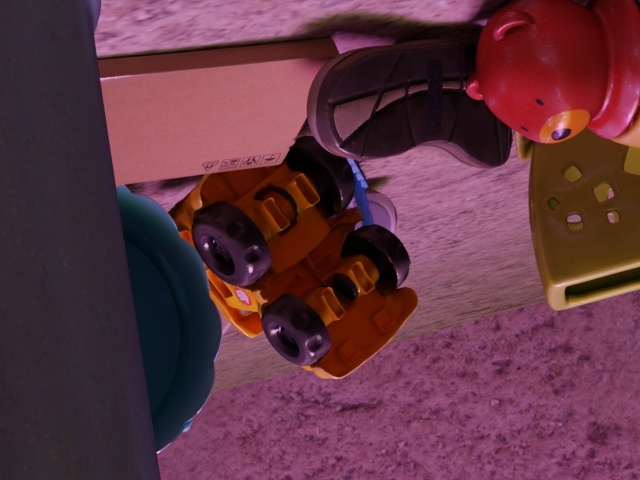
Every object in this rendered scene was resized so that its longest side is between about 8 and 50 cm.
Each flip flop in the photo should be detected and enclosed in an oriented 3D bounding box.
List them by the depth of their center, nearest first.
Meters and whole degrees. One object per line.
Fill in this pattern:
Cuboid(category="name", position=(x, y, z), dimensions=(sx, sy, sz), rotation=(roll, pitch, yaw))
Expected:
Cuboid(category="flip flop", position=(0.077, -0.113, 1.106), dimensions=(0.080, 0.112, 0.277), rotation=(11, -167, 42))

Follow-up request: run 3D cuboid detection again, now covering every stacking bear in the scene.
Cuboid(category="stacking bear", position=(0.265, -0.138, 1.073), dimensions=(0.289, 0.164, 0.175), rotation=(-1, 159, -14))

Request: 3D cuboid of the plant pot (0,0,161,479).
Cuboid(category="plant pot", position=(-0.229, -0.003, 0.609), dimensions=(0.341, 0.334, 0.341), rotation=(-15, 168, -3))

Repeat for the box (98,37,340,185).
Cuboid(category="box", position=(-0.100, -0.097, 1.050), dimensions=(0.201, 0.021, 0.164), rotation=(-9, 155, -25))

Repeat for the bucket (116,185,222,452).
Cuboid(category="bucket", position=(-0.235, 0.084, 1.219), dimensions=(0.281, 0.281, 0.183), rotation=(-13, 174, -14))

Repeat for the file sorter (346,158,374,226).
Cuboid(category="file sorter", position=(-0.005, -0.019, 1.418), dimensions=(0.118, 0.104, 0.170), rotation=(-16, 169, 6))

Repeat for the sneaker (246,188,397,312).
Cuboid(category="sneaker", position=(0.000, 0.000, 1.624), dimensions=(0.281, 0.105, 0.115), rotation=(-34, -167, 47))

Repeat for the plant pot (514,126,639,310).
Cuboid(category="plant pot", position=(0.312, -0.063, 1.358), dimensions=(0.228, 0.207, 0.227), rotation=(-17, 169, 7))

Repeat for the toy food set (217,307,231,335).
Cuboid(category="toy food set", position=(-0.281, 0.165, 1.787), dimensions=(0.306, 0.092, 0.220), rotation=(-2, 141, -49))

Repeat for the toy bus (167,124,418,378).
Cuboid(category="toy bus", position=(-0.049, 0.024, 1.254), dimensions=(0.149, 0.220, 0.211), rotation=(-40, -171, -33))
